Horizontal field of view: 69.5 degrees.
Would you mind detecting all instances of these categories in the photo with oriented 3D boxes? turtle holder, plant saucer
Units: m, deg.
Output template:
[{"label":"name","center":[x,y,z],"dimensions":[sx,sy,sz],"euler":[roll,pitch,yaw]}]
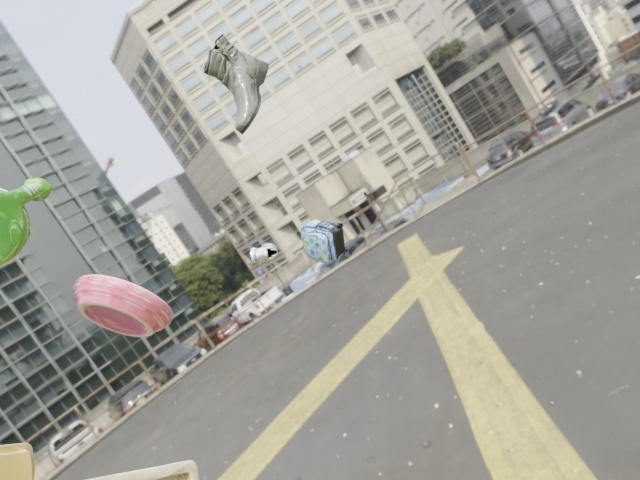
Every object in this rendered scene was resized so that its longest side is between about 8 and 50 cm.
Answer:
[{"label":"turtle holder","center":[-0.978,-0.066,1.360],"dimensions":[0.320,0.243,0.227],"euler":[-71,19,-3]},{"label":"plant saucer","center":[-0.664,0.232,1.536],"dimensions":[0.332,0.332,0.084],"euler":[-27,39,45]}]

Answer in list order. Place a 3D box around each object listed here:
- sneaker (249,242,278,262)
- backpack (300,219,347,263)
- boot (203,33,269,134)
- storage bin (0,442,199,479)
[{"label":"sneaker","center":[-0.194,0.049,1.767],"dimensions":[0.082,0.071,0.190],"euler":[-7,7,18]},{"label":"backpack","center":[0.000,0.000,1.226],"dimensions":[0.114,0.105,0.084],"euler":[17,42,38]},{"label":"boot","center":[-0.237,-0.409,1.213],"dimensions":[0.083,0.161,0.247],"euler":[-24,51,52]},{"label":"storage bin","center":[-0.275,0.240,0.361],"dimensions":[0.262,0.123,0.260],"euler":[-10,-20,28]}]
